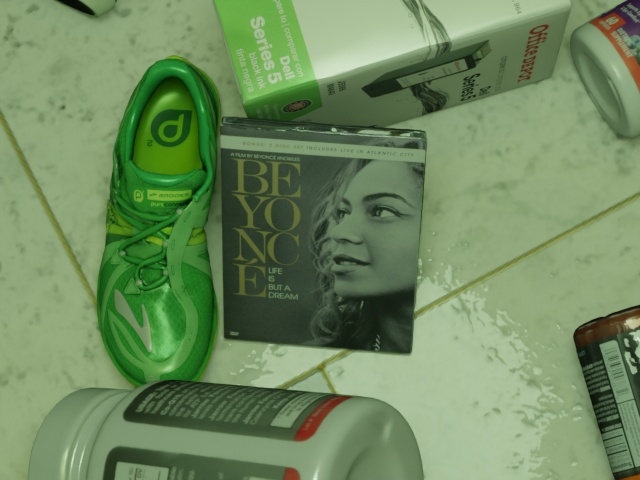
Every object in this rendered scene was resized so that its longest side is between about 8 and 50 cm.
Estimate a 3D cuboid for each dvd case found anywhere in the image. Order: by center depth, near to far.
[{"bbox_3d":[0.000,0.000,1.309,0.165,0.221,0.018,5,36,4],"label":"dvd case"}]

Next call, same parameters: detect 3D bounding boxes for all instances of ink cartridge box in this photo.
[{"bbox_3d":[0.060,-0.177,1.324,0.273,0.198,0.114,-16,79,0],"label":"ink cartridge box"}]

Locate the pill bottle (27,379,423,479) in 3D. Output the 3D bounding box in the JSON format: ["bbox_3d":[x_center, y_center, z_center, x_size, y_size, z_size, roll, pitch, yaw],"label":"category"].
[{"bbox_3d":[-0.078,0.192,1.237,0.283,0.161,0.161,2,78,33],"label":"pill bottle"}]

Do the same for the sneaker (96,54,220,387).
[{"bbox_3d":[-0.141,-0.016,1.343,0.109,0.123,0.295,0,80,3],"label":"sneaker"}]

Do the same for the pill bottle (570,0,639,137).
[{"bbox_3d":[0.322,-0.178,1.357,0.193,0.108,0.108,-30,79,-3],"label":"pill bottle"}]

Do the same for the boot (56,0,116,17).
[{"bbox_3d":[-0.242,-0.326,1.427,0.244,0.088,0.176,39,82,12],"label":"boot"}]

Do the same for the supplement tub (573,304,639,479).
[{"bbox_3d":[0.283,0.153,1.300,0.106,0.106,0.198,-16,80,0],"label":"supplement tub"}]
